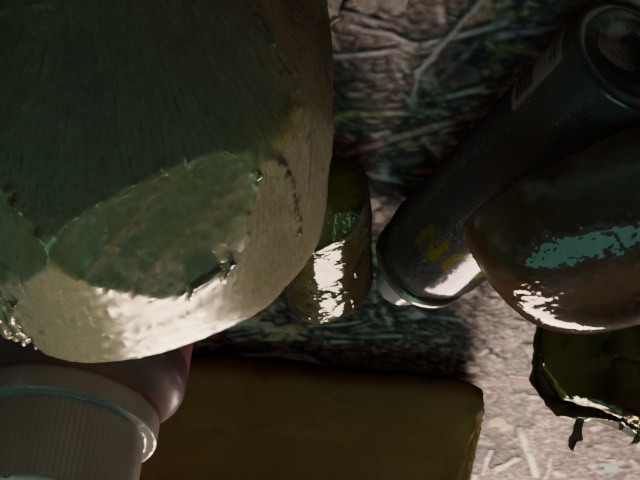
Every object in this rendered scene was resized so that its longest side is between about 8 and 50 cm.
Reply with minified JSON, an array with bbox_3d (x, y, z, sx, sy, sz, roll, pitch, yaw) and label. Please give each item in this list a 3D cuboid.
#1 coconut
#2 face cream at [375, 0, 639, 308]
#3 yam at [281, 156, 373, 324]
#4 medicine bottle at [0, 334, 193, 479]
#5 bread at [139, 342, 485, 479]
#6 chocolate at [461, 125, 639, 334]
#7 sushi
[{"bbox_3d":[-0.108,-0.072,0.855,0.245,0.245,0.247,3,153,6],"label":"coconut"},{"bbox_3d":[0.111,-0.036,1.023,0.073,0.073,0.283,18,146,-18],"label":"face cream"},{"bbox_3d":[0.000,0.000,1.105,0.069,0.070,0.146,3,149,6],"label":"yam"},{"bbox_3d":[-0.147,0.055,1.049,0.147,0.247,0.147,4,147,3],"label":"medicine bottle"},{"bbox_3d":[-0.042,0.217,1.382,0.323,0.143,0.333,5,147,0],"label":"bread"},{"bbox_3d":[0.211,-0.014,0.951,0.261,0.083,0.161,-25,158,13],"label":"chocolate"},{"bbox_3d":[0.260,0.133,1.208,0.131,0.139,0.291,-16,144,43],"label":"sushi"}]
